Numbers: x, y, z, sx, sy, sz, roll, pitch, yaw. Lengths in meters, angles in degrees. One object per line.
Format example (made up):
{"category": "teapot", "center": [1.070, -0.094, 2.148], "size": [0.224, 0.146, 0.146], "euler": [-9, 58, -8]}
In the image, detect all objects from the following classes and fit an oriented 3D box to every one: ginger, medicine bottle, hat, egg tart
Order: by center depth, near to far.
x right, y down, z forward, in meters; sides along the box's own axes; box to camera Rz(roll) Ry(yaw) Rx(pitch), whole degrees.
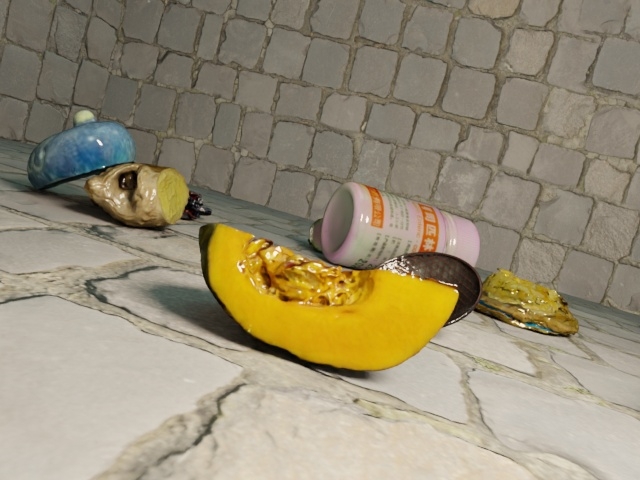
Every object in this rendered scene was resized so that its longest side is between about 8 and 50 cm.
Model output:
{"category": "hat", "center": [0.167, 0.104, 0.842], "size": [0.193, 0.082, 0.193], "euler": [-10, 34, 7]}
{"category": "ginger", "center": [-0.389, -0.097, 1.071], "size": [0.221, 0.130, 0.275], "euler": [6, 4, 13]}
{"category": "egg tart", "center": [0.474, 0.137, 1.217], "size": [0.290, 0.107, 0.291], "euler": [16, 4, -1]}
{"category": "medicine bottle", "center": [0.211, -0.007, 1.366], "size": [0.388, 0.219, 0.219], "euler": [15, 5, -24]}

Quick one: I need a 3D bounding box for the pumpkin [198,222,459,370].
{"category": "pumpkin", "center": [-0.010, 0.075, 0.574], "size": [0.278, 0.111, 0.163], "euler": [14, -11, 2]}

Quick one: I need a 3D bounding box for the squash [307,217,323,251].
{"category": "squash", "center": [0.006, -0.003, 1.522], "size": [0.105, 0.105, 0.132], "euler": [15, -13, -7]}

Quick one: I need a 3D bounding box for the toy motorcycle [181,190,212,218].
{"category": "toy motorcycle", "center": [-0.376, -0.098, 1.379], "size": [0.122, 0.082, 0.213], "euler": [16, -6, 10]}

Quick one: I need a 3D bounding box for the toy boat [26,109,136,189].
{"category": "toy boat", "center": [-0.520, -0.195, 1.103], "size": [0.215, 0.123, 0.330], "euler": [-21, 11, -30]}
